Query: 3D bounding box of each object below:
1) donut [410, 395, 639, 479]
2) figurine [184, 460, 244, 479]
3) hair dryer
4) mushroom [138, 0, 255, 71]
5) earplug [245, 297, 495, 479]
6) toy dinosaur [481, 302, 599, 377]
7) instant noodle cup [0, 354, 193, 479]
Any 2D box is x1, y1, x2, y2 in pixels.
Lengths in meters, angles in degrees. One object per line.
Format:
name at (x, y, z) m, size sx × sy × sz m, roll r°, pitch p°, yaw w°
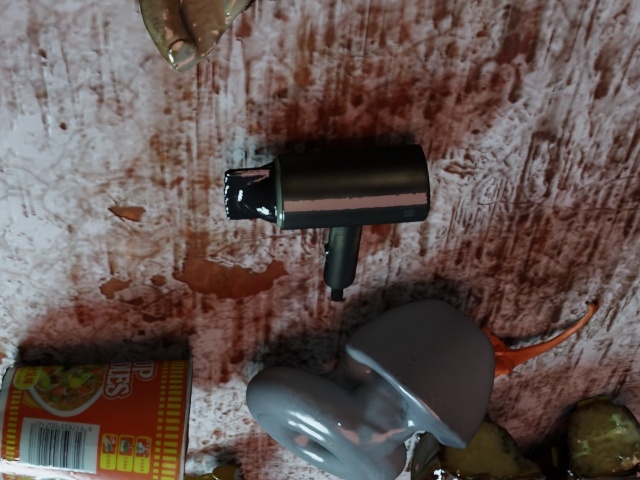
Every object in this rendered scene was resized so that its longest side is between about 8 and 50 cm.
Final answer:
donut at (0.284, 0.335, 1.487) m, size 0.345 × 0.136 × 0.259 m, roll -1°, pitch 140°, yaw -10°
figurine at (-0.158, 0.365, 1.463) m, size 0.122 × 0.121 × 0.176 m, roll 12°, pitch 152°, yaw 16°
hair dryer at (0.000, 0.000, 1.094) m, size 0.195 × 0.078 × 0.248 m, roll -4°, pitch 144°, yaw -6°
mushroom at (-0.070, -0.230, 0.803) m, size 0.094 × 0.072 × 0.210 m, roll 29°, pitch 112°, yaw -30°
earplug at (0.058, 0.186, 1.250) m, size 0.325 × 0.175 × 0.214 m, roll -28°, pitch 123°, yaw 31°
toy dinosaur at (0.216, 0.143, 1.315) m, size 0.279 × 0.055 × 0.101 m, roll -29°, pitch 146°, yaw 17°
instant noodle cup at (-0.258, 0.218, 1.208) m, size 0.212 × 0.193 × 0.193 m, roll 5°, pitch 137°, yaw -7°
